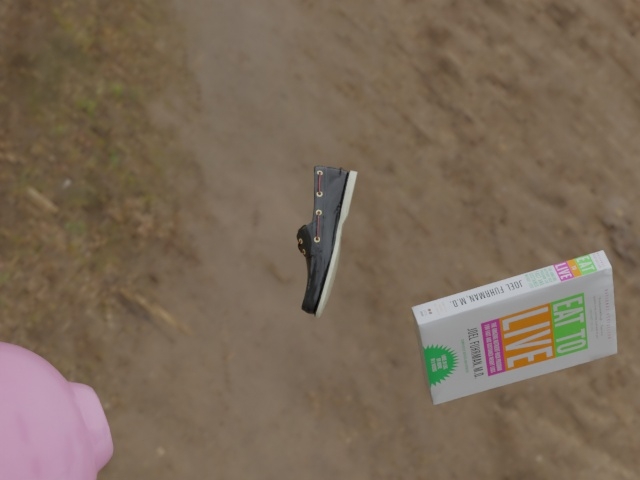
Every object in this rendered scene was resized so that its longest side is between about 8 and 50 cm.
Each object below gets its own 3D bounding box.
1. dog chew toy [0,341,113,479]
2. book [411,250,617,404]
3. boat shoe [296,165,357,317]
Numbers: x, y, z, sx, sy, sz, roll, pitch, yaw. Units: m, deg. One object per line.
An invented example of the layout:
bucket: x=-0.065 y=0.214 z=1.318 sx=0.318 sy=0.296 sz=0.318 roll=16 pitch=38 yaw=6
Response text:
dog chew toy: x=-0.273 y=0.149 z=0.818 sx=0.332 sy=0.206 sz=0.206 roll=-17 pitch=60 yaw=-17
book: x=0.142 y=0.062 z=1.126 sx=0.096 sy=0.144 sz=0.035 roll=76 pitch=-4 yaw=-48
boat shoe: x=0.000 y=0.000 z=1.322 sx=0.042 sy=0.049 sz=0.133 roll=11 pitch=79 yaw=1
